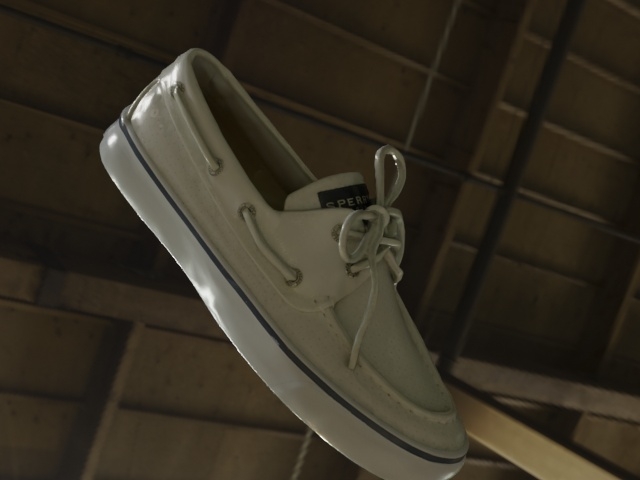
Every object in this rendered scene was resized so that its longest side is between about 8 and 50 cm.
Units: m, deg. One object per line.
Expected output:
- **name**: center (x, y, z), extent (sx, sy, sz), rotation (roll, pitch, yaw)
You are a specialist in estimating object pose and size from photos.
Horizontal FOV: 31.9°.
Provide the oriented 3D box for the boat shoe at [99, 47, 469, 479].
- **boat shoe**: center (0.003, -0.002, 0.802), extent (0.156, 0.367, 0.136), rotation (-48, -20, 22)
